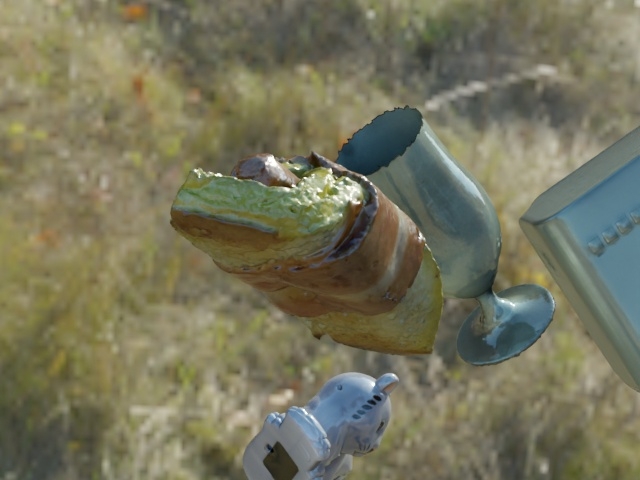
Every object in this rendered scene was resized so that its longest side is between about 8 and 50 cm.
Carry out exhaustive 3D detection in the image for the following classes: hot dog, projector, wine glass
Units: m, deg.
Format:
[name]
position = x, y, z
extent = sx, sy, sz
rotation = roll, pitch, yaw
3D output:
[hot dog]
position = -0.002, -0.005, 1.270
extent = 0.123, 0.093, 0.261
rotation = 5, -19, 30
[projector]
position = 0.338, -0.009, 1.801
extent = 0.250, 0.198, 0.108
rotation = -36, 10, -5
[wine glass]
position = 0.093, -0.004, 1.487
extent = 0.093, 0.202, 0.093
rotation = -26, 31, 17

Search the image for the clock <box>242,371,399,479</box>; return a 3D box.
[clock]
position = 0.004, 0.182, 1.793
extent = 0.117, 0.176, 0.080
rotation = -27, 73, -31
